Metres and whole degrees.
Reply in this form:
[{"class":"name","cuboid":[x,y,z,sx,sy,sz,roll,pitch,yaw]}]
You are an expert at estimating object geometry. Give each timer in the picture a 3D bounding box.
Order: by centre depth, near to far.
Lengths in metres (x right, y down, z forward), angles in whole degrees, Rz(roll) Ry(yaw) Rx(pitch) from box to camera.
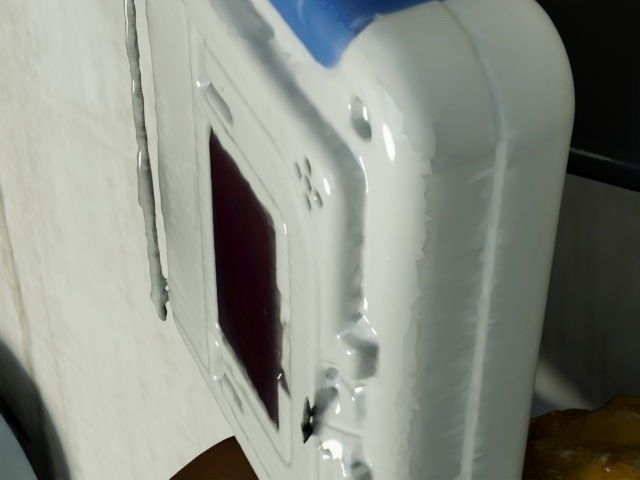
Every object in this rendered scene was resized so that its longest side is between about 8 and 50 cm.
[{"class":"timer","cuboid":[0.000,0.000,0.529,0.178,0.078,0.253,-124,25,-43]}]

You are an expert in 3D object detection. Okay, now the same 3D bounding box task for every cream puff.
[{"class":"cream puff","cuboid":[0.113,0.107,0.565,0.116,0.094,0.122,103,154,-44]}]

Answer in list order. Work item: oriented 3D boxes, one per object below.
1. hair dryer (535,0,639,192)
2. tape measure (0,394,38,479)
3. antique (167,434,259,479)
[{"class":"hair dryer","cuboid":[0.092,-0.134,0.461,0.114,0.070,0.248,21,120,47]},{"class":"tape measure","cuboid":[-0.255,0.152,1.080,0.182,0.107,0.181,60,151,-6]},{"class":"antique","cuboid":[0.020,0.186,0.681,0.278,0.129,0.223,19,139,56]}]
